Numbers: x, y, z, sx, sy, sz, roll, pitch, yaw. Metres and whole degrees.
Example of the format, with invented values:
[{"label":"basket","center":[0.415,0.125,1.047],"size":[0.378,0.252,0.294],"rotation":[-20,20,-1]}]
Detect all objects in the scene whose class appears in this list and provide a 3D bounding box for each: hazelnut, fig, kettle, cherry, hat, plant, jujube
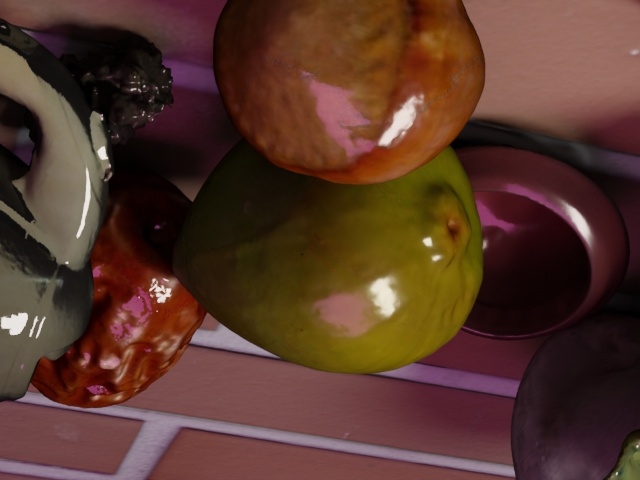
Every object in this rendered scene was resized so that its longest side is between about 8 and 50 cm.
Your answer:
[{"label":"hazelnut","center":[0.018,-0.129,1.036],"size":[0.182,0.182,0.182],"rotation":[2,151,1]},{"label":"fig","center":[0.005,-0.009,1.184],"size":[0.230,0.207,0.207],"rotation":[23,169,41]},{"label":"kettle","center":[-0.305,-0.029,1.150],"size":[0.324,0.228,0.321],"rotation":[22,110,-8]},{"label":"cherry","center":[0.327,0.214,1.491],"size":[0.326,0.335,0.291],"rotation":[29,166,-1]},{"label":"hat","center":[0.153,-0.007,1.304],"size":[0.205,0.089,0.205],"rotation":[9,133,10]},{"label":"plant","center":[-0.171,-0.097,1.191],"size":[0.087,0.085,0.174],"rotation":[19,154,-30]},{"label":"jujube","center":[-0.181,0.041,1.343],"size":[0.174,0.174,0.250],"rotation":[14,152,-20]}]

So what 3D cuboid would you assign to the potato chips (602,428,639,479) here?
[{"label":"potato chips","center":[0.401,0.110,1.270],"size":[0.389,0.373,0.097],"rotation":[12,-167,-29]}]
